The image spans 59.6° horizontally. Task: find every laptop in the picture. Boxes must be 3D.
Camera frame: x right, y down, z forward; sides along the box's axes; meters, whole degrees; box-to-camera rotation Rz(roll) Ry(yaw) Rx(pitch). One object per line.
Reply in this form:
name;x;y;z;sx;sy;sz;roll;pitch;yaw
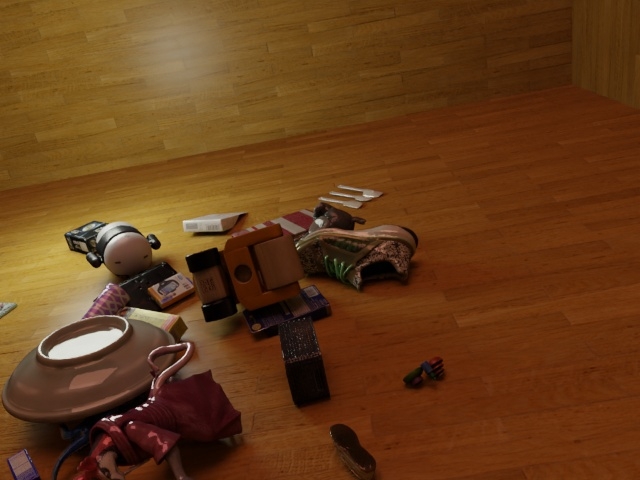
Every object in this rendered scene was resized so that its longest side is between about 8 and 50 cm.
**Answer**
laptop;-0.581;0.182;1.830;0.264;0.137;0.234;38;49;26

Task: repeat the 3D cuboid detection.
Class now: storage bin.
storage bin;-0.040;0.270;1.275;0.084;0.122;0.180;-13;25;-5

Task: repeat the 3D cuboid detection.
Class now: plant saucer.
plant saucer;-0.553;0.271;1.337;0.400;0.101;0.400;-7;19;3

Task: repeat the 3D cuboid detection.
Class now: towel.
towel;-0.143;-0.037;2.089;0.328;0.037;0.237;-20;24;-23

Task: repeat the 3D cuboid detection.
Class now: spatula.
spatula;0.122;-0.184;2.315;0.242;0.019;0.168;14;40;45

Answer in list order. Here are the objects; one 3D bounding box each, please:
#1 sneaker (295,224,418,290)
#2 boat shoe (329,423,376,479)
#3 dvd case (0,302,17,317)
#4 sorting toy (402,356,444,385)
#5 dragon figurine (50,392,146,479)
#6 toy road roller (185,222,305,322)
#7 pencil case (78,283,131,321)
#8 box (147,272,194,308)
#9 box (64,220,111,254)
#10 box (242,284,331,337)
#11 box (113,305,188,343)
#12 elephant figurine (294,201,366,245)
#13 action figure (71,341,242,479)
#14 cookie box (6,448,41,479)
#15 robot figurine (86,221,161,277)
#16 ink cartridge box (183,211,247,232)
sneaker;0.085;0.066;1.663;0.410;0.158;0.182;-9;42;16
boat shoe;0.056;0.399;1.047;0.050;0.045;0.135;-10;25;-23
dvd case;-1.125;0.243;1.934;0.119;0.013;0.087;0;27;22
sorting toy;0.231;0.291;1.211;0.102;0.061;0.042;-27;62;-16
dragon figurine;-0.475;0.405;1.216;0.143;0.085;0.289;-8;23;7
toy road roller;-0.208;0.086;1.605;0.329;0.203;0.240;-18;2;7
pencil case;-0.646;0.219;1.632;0.088;0.086;0.206;-1;43;33
box;-0.464;0.153;1.764;0.136;0.028;0.081;-31;56;-34
box;-0.950;-0.012;2.330;0.180;0.078;0.147;10;31;39
box;-0.096;0.199;1.554;0.225;0.037;0.136;-18;25;-13
box;-0.493;0.246;1.579;0.232;0.058;0.087;5;44;29
elephant figurine;0.000;0.000;1.845;0.169;0.186;0.239;37;49;1
action figure;-0.307;0.340;1.043;0.248;0.276;0.370;-20;-8;23
cookie box;-0.570;0.478;1.095;0.040;0.092;0.107;-24;27;-34
robot figurine;-0.713;0.034;2.024;0.209;0.173;0.278;-54;35;-6
ink cartridge box;-0.427;-0.076;2.300;0.180;0.056;0.224;-2;8;20
